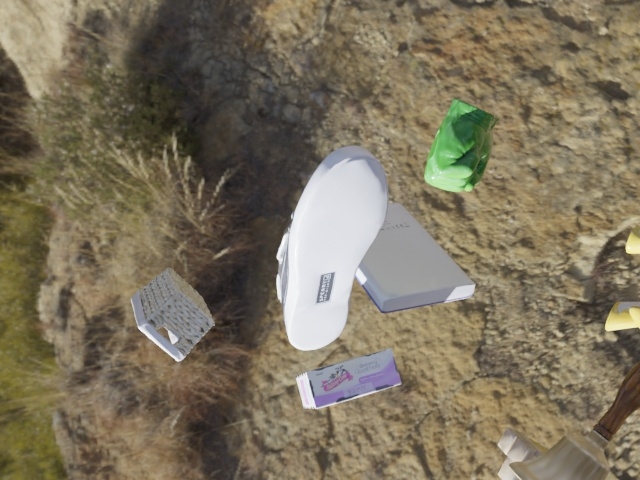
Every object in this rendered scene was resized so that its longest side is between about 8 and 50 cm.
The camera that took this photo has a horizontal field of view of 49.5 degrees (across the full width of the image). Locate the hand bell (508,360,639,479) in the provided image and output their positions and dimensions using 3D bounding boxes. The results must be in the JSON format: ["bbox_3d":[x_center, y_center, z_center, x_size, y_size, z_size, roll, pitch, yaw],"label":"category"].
[{"bbox_3d":[0.366,0.238,0.885,0.126,0.126,0.242,39,90,32],"label":"hand bell"}]

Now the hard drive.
[{"bbox_3d":[0.152,0.026,1.474,0.318,0.210,0.040,-125,34,-48],"label":"hard drive"}]

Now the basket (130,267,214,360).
[{"bbox_3d":[-0.287,0.137,1.346,0.103,0.113,0.167,-45,25,-4],"label":"basket"}]

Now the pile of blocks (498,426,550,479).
[{"bbox_3d":[0.474,0.483,1.247,0.362,0.149,0.112,31,99,36],"label":"pile of blocks"}]

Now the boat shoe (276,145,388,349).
[{"bbox_3d":[0.000,0.000,0.838,0.301,0.108,0.102,99,153,-42],"label":"boat shoe"}]

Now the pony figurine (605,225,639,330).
[{"bbox_3d":[0.637,0.051,0.985,0.363,0.303,0.351,23,90,36],"label":"pony figurine"}]

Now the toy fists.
[{"bbox_3d":[0.244,-0.154,1.177,0.096,0.279,0.142,27,105,10],"label":"toy fists"}]

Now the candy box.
[{"bbox_3d":[0.048,0.265,1.315,0.196,0.165,0.070,116,139,-75],"label":"candy box"}]
